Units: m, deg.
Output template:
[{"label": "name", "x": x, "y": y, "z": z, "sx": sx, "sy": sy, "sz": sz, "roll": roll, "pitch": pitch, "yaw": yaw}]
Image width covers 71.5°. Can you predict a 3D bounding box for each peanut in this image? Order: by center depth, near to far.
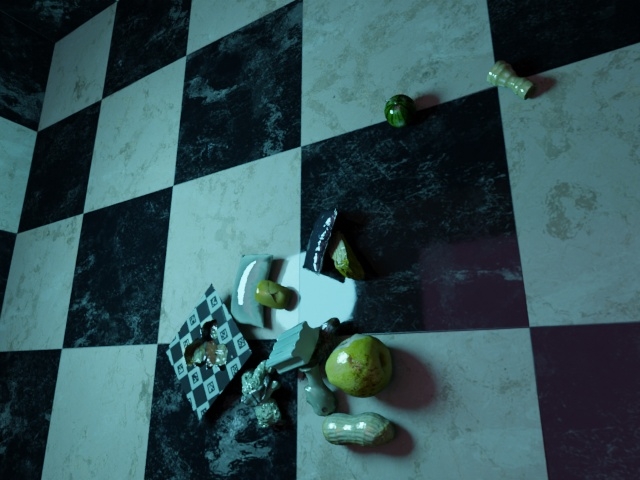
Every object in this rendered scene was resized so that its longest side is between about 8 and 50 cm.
[{"label": "peanut", "x": 0.096, "y": 0.501, "z": 1.180, "sx": 0.206, "sy": 0.087, "sz": 0.087, "roll": -12, "pitch": 70, "yaw": 30}]

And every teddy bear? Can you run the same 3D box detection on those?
[{"label": "teddy bear", "x": -0.182, "y": 0.473, "z": 1.353, "sx": 0.133, "sy": 0.111, "sz": 0.213, "roll": -38, "pitch": 58, "yaw": 22}]

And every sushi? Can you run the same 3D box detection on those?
[{"label": "sushi", "x": -0.370, "y": 0.380, "z": 1.534, "sx": 0.339, "sy": 0.068, "sz": 0.320, "roll": -53, "pitch": 54, "yaw": 15}]

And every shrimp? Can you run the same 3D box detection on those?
[{"label": "shrimp", "x": -0.003, "y": 0.325, "z": 1.306, "sx": 0.090, "sy": 0.079, "sz": 0.233, "roll": 32, "pitch": 102, "yaw": 20}]

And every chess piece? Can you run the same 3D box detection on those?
[{"label": "chess piece", "x": 0.518, "y": -0.431, "z": 1.198, "sx": 0.122, "sy": 0.066, "sz": 0.066, "roll": 45, "pitch": 101, "yaw": 29}]

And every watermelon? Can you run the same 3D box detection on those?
[{"label": "watermelon", "x": 0.241, "y": -0.392, "z": 1.338, "sx": 0.109, "sy": 0.109, "sz": 0.109, "roll": -10, "pitch": 71, "yaw": 30}]

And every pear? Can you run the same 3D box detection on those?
[{"label": "pear", "x": 0.099, "y": 0.331, "z": 1.181, "sx": 0.178, "sy": 0.178, "sz": 0.178, "roll": -10, "pitch": 71, "yaw": 30}]

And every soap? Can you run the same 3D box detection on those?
[{"label": "soap", "x": -0.082, "y": 0.314, "z": 1.292, "sx": 0.198, "sy": 0.063, "sz": 0.115, "roll": -40, "pitch": 22, "yaw": 55}]

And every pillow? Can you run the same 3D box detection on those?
[{"label": "pillow", "x": 0.000, "y": 0.000, "z": 1.384, "sx": 0.141, "sy": 0.055, "sz": 0.208, "roll": 16, "pitch": 87, "yaw": 69}, {"label": "pillow", "x": -0.230, "y": 0.168, "z": 1.492, "sx": 0.144, "sy": 0.078, "sz": 0.254, "roll": 3, "pitch": 79, "yaw": 29}]

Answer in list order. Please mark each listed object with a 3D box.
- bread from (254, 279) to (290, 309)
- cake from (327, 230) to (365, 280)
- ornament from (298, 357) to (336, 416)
[{"label": "bread", "x": -0.153, "y": 0.174, "z": 1.424, "sx": 0.115, "sy": 0.056, "sz": 0.082, "roll": 25, "pitch": 80, "yaw": -5}, {"label": "cake", "x": 0.055, "y": 0.047, "z": 1.328, "sx": 0.079, "sy": 0.116, "sz": 0.185, "roll": -36, "pitch": 65, "yaw": 21}, {"label": "ornament", "x": -0.009, "y": 0.420, "z": 1.253, "sx": 0.081, "sy": 0.075, "sz": 0.156, "roll": -20, "pitch": 97, "yaw": -8}]
